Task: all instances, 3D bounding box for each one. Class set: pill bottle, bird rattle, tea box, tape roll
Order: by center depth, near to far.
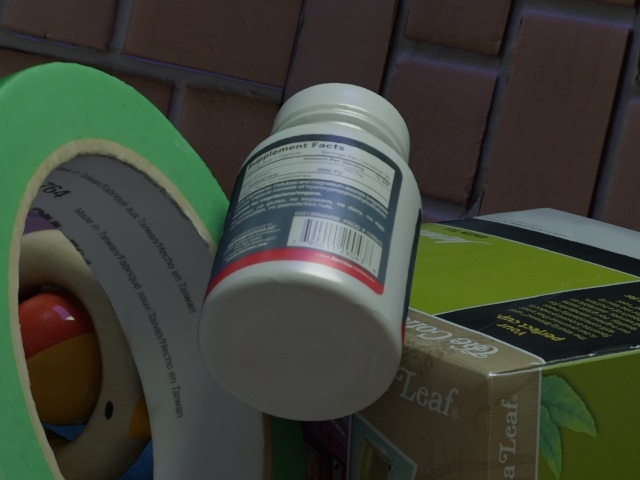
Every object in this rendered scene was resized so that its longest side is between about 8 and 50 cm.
[{"bbox_3d":[-0.116,0.072,1.007,0.077,0.321,0.321,-17,-9,25],"label":"tape roll"},{"bbox_3d":[0.000,0.000,1.080,0.108,0.108,0.180,12,42,0],"label":"pill bottle"},{"bbox_3d":[-0.175,0.079,1.224,0.207,0.254,0.143,-32,-29,31],"label":"bird rattle"},{"bbox_3d":[0.121,0.123,1.245,0.323,0.220,0.329,-6,14,-33],"label":"tea box"}]

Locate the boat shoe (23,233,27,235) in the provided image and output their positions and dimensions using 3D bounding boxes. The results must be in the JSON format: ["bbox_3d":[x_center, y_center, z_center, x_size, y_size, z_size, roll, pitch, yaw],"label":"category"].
[{"bbox_3d":[-0.315,0.049,2.101,0.324,0.123,0.120,5,8,11],"label":"boat shoe"}]

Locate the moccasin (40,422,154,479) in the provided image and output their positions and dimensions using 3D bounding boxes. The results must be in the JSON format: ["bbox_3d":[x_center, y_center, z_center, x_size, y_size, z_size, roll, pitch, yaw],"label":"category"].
[{"bbox_3d":[-0.254,0.113,1.479,0.342,0.138,0.117,29,6,19],"label":"moccasin"}]
